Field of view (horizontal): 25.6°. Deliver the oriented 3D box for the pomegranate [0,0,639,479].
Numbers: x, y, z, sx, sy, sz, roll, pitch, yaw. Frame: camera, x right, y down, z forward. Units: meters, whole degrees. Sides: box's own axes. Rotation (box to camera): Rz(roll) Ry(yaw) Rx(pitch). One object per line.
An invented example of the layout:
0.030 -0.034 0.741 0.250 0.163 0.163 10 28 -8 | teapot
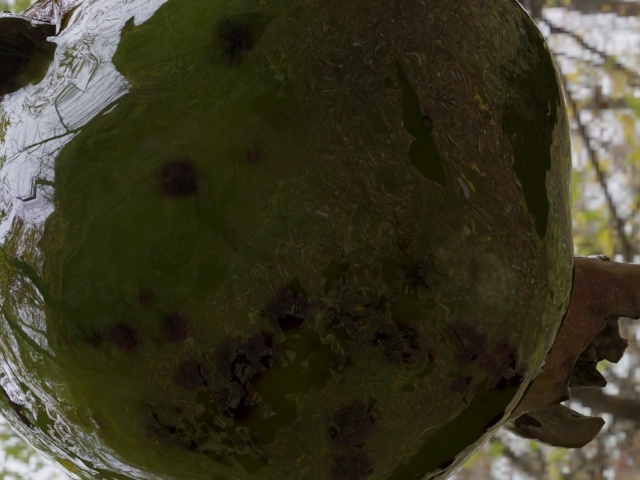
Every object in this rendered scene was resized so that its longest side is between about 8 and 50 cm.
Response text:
0.007 -0.011 0.434 0.246 0.198 0.198 -7 -80 -22 | pomegranate
